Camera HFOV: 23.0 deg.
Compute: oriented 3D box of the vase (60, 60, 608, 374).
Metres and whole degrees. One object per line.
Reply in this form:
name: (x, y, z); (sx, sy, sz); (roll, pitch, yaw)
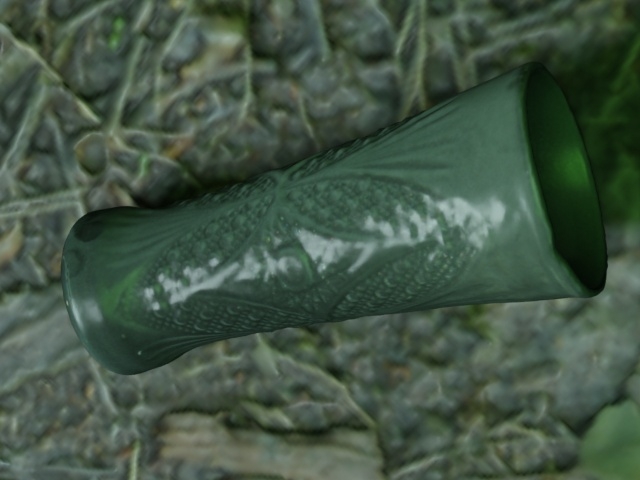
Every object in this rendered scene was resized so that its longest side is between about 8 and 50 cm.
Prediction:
vase: (0.000, 0.000, 0.657); (0.219, 0.096, 0.096); (-14, 99, 23)
